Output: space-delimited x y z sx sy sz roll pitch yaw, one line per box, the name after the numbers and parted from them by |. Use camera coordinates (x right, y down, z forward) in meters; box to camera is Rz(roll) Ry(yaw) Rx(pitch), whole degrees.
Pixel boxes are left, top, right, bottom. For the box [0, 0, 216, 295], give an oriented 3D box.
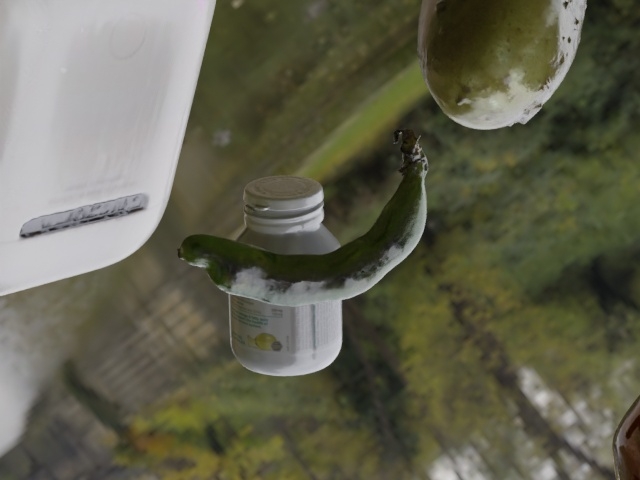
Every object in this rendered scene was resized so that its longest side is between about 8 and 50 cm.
-0.224 -0.120 1.365 0.289 0.141 0.349 -18 132 -50 | box

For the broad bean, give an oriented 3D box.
0.000 0.000 1.762 0.292 0.144 0.049 -26 -168 -9 | broad bean

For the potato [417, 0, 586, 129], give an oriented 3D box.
0.203 -0.246 1.839 0.210 0.173 0.307 -32 -152 35 | potato

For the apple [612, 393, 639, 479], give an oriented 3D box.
0.385 0.202 1.546 0.234 0.234 0.234 -37 180 0 | apple

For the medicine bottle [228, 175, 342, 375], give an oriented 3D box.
-0.042 0.038 1.930 0.135 0.215 0.135 -1 -159 0 | medicine bottle
